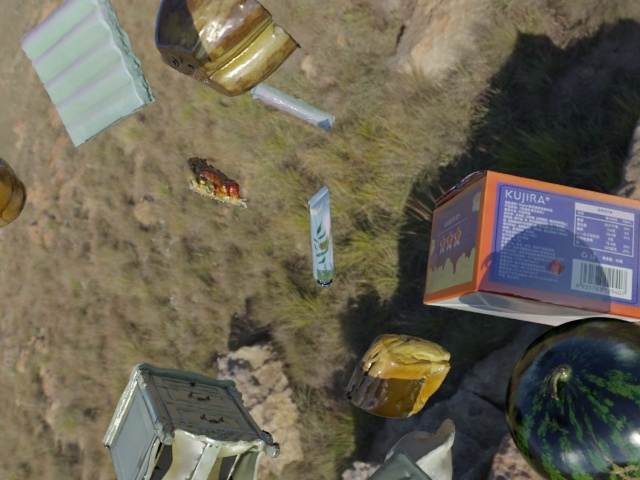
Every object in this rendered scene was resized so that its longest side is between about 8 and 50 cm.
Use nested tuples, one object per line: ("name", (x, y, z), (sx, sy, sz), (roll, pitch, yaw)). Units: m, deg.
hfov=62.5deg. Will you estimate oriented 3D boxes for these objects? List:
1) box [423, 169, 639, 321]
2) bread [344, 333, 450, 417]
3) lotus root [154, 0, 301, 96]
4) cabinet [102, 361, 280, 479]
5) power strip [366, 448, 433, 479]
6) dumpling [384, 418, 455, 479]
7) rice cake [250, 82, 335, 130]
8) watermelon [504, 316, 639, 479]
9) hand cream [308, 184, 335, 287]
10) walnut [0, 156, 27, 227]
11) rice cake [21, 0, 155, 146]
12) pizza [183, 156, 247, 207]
("box", (0.444, 0.030, 1.138), (0.318, 0.349, 0.256), (119, 160, -78))
("bread", (0.191, 0.331, 1.261), (0.210, 0.235, 0.099), (-61, 36, 16))
("lotus root", (-0.208, -0.447, 1.153), (0.250, 0.316, 0.316), (-54, 42, 5))
("cabinet", (-0.309, 0.476, 1.238), (0.318, 0.290, 0.227), (26, 93, 58))
("power strip", (0.125, 0.534, 1.000), (0.139, 0.140, 0.224), (39, 132, 24))
("dumpling", (0.254, 0.532, 1.300), (0.226, 0.175, 0.243), (-57, 10, -6))
("rice cake", (-0.091, -0.428, 1.717), (0.051, 0.291, 0.081), (130, 155, -50))
("watermelon", (0.401, 0.232, 0.743), (0.269, 0.269, 0.268), (-22, 59, 42))
("hand cream", (0.000, 0.000, 1.226), (0.055, 0.088, 0.255), (14, 128, 27))
("walnut", (-0.745, -0.113, 1.156), (0.207, 0.167, 0.167), (40, 106, 25))
("rice cake", (-0.334, -0.240, 0.749), (0.198, 0.189, 0.037), (-5, 26, 35))
("pizza", (-0.154, -0.092, 0.727), (0.029, 0.100, 0.099), (-49, 53, 15))
